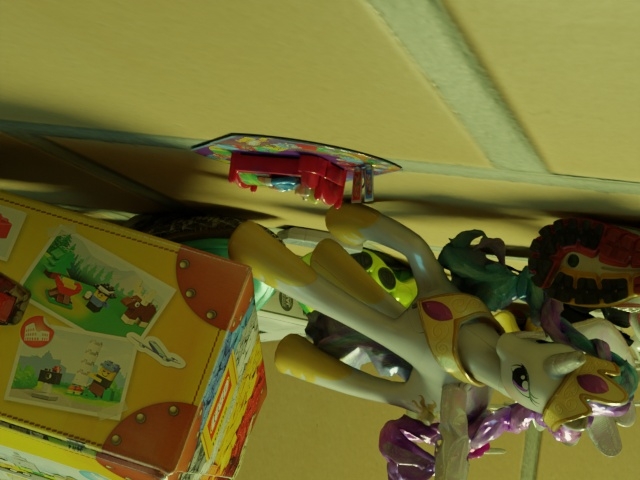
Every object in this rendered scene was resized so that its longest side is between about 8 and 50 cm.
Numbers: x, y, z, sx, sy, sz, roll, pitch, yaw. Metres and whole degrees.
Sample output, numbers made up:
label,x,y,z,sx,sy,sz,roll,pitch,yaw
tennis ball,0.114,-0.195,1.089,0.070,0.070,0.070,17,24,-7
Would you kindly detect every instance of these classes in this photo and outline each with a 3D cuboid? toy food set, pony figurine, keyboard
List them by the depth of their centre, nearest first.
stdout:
label,x,y,z,sx,sy,sz,roll,pitch,yaw
pony figurine,0.118,0.128,1.386,0.363,0.303,0.351,27,155,28
keyboard,0.221,0.046,1.548,0.192,0.038,0.100,28,-170,25
toy food set,0.303,0.127,2.221,0.128,0.071,0.218,32,175,8

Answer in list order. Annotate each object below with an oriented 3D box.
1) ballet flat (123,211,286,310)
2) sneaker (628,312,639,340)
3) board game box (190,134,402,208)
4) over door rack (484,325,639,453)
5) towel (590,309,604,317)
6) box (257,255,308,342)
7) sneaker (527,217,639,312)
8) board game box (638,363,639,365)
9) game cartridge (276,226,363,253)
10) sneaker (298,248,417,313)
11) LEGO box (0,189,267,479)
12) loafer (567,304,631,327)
label,x,y,z,sx,sy,sz,roll,pitch,yaw
ballet flat,-0.225,0.079,1.706,0.164,0.182,0.483,37,120,-26
sneaker,0.384,0.058,1.343,0.252,0.103,0.111,-2,166,28
board game box,-0.023,-0.046,1.177,0.133,0.033,0.169,11,173,-22
over door rack,0.318,0.153,1.888,0.324,0.108,0.239,-12,-173,-3
towel,0.386,0.074,1.661,0.187,0.049,0.282,12,173,-28
box,-0.128,0.060,1.910,0.169,0.087,0.290,-11,164,38
sneaker,0.284,0.023,1.240,0.225,0.088,0.093,13,-175,31
board game box,0.683,0.184,2.255,0.390,0.050,0.390,8,173,4
game cartridge,0.000,0.000,1.649,0.083,0.017,0.056,10,177,-17
sneaker,0.045,0.072,1.812,0.123,0.109,0.295,0,170,32
LEGO box,-0.319,0.098,1.421,0.500,0.193,0.372,17,159,7
loafer,0.263,0.033,1.469,0.061,0.062,0.170,-41,146,25
